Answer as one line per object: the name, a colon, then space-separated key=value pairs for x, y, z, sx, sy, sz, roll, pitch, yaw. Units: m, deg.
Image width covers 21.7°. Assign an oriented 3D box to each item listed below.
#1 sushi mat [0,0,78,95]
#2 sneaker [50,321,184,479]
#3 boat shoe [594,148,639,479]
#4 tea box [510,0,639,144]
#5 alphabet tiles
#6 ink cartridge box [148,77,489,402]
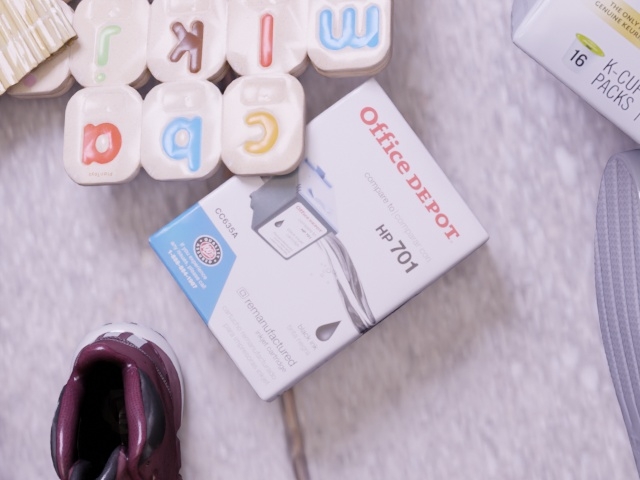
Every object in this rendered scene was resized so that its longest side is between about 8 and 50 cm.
sushi mat: x=-0.305 y=-0.226 z=1.180 sx=0.151 sy=0.019 sz=0.316 roll=-32 pitch=79 yaw=3
sneaker: x=-0.137 y=0.195 z=1.103 sx=0.106 sy=0.162 sz=0.281 roll=-9 pitch=87 yaw=2
boat shoe: x=0.268 y=0.096 z=1.126 sx=0.119 sy=0.121 sz=0.335 roll=-13 pitch=98 yaw=-6
tea box: x=0.339 y=-0.158 z=1.022 sx=0.329 sy=0.220 sz=0.323 roll=39 pitch=105 yaw=-4
alphabet tiles: x=-0.088 y=-0.173 z=1.153 sx=0.284 sy=0.021 sz=0.278 roll=-3 pitch=75 yaw=14
ink cartridge box: x=0.000 y=0.000 z=1.147 sx=0.191 sy=0.082 sz=0.139 roll=-36 pitch=86 yaw=1
